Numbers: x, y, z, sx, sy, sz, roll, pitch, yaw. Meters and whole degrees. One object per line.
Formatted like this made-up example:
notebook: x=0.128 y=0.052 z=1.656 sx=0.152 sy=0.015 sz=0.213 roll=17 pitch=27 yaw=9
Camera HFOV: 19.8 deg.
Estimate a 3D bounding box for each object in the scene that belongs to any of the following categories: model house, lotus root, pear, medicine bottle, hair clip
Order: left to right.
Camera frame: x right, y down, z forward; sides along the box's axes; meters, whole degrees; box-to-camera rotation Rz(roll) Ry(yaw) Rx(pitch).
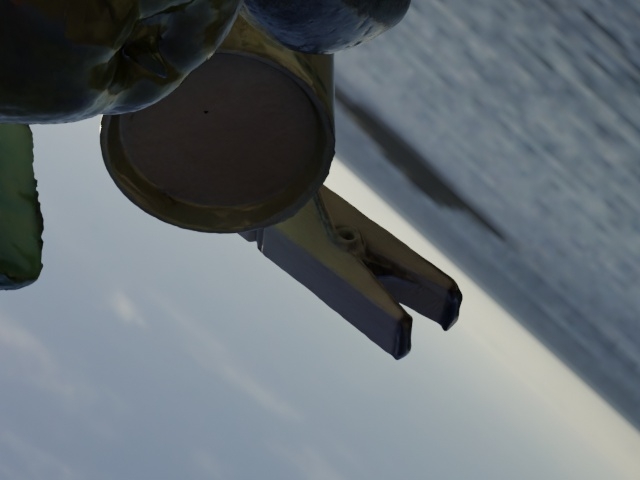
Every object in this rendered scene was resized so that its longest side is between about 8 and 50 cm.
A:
model house: x=-0.447 y=-0.038 z=1.806 sx=0.261 sy=0.241 sz=0.226 roll=37 pitch=-143 yaw=-47
pear: x=-0.171 y=-0.205 z=1.003 sx=0.321 sy=0.269 sz=0.269 roll=56 pitch=-172 yaw=24
medicine bottle: x=-0.102 y=-0.220 z=1.928 sx=0.236 sy=0.236 sz=0.406 roll=41 pitch=-151 yaw=-30
lotus root: x=-0.006 y=-0.225 z=1.440 sx=0.140 sy=0.158 sz=0.322 roll=47 pitch=-166 yaw=9
hair clip: x=-0.001 y=0.003 z=1.995 sx=0.331 sy=0.101 sz=0.085 roll=36 pitch=148 yaw=25
